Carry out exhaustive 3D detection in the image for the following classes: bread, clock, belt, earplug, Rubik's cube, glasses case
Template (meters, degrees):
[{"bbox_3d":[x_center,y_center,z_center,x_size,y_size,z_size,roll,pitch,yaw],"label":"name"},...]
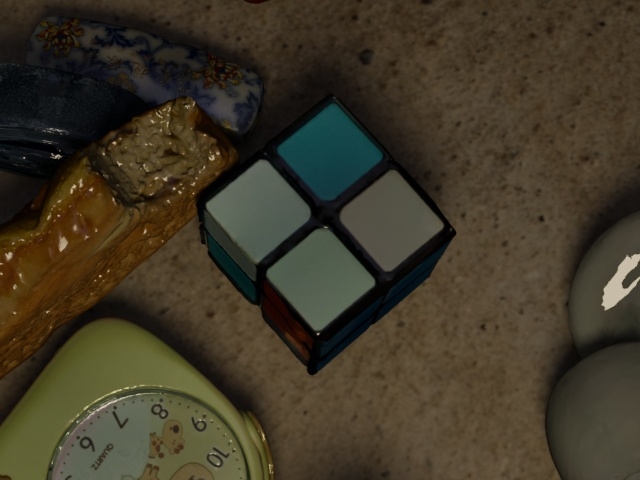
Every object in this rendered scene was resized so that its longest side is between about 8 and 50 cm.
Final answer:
[{"bbox_3d":[-0.247,0.008,1.076,0.380,0.185,0.109,-39,79,7],"label":"bread"},{"bbox_3d":[-0.152,0.237,1.111,0.308,0.096,0.235,35,74,6],"label":"clock"},{"bbox_3d":[-0.267,-0.109,1.176,0.190,0.141,0.082,10,71,-12],"label":"belt"},{"bbox_3d":[0.328,0.120,1.131,0.214,0.175,0.325,22,74,1],"label":"earplug"},{"bbox_3d":[0.000,-0.001,1.143,0.167,0.183,0.180,-39,78,-14],"label":"Rubik's cube"},{"bbox_3d":[-0.180,-0.168,1.239,0.248,0.065,0.086,15,72,2],"label":"glasses case"}]

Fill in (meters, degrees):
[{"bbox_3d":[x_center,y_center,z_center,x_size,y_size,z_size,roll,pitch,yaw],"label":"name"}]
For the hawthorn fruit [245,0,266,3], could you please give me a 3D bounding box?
[{"bbox_3d":[-0.066,-0.314,1.268,0.125,0.140,0.125,-2,112,-4],"label":"hawthorn fruit"}]
